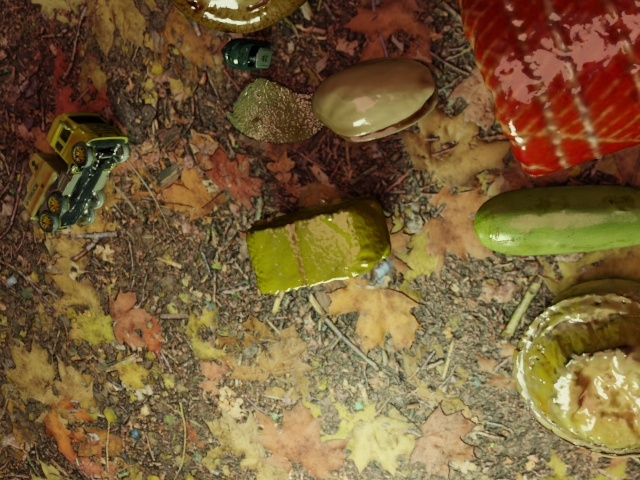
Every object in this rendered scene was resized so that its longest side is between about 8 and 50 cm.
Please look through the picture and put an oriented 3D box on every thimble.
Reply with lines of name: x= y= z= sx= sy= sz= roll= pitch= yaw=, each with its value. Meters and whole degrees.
thimble: x=0.348 y=-0.274 z=0.884 sx=0.230 sy=0.350 sz=0.350 roll=-18 pitch=99 yaw=24

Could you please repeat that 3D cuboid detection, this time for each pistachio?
pistachio: x=0.089 y=-0.245 z=1.085 sx=0.223 sy=0.126 sz=0.152 roll=-2 pitch=69 yaw=18

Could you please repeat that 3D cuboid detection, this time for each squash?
squash: x=0.442 y=-0.037 z=1.036 sx=0.370 sy=0.118 sz=0.118 roll=-3 pitch=105 yaw=17

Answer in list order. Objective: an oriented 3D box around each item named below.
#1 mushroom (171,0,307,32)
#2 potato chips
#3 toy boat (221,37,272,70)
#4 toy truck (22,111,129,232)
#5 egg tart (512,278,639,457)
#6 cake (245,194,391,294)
mushroom: x=-0.122 y=-0.515 z=0.999 sx=0.345 sy=0.345 sz=0.239 roll=-24 pitch=67 yaw=22
potato chips: x=-0.087 y=-0.248 z=1.194 sx=0.209 sy=0.026 sz=0.142 roll=-15 pitch=104 yaw=23
toy boat: x=-0.133 y=-0.332 z=1.119 sx=0.060 sy=0.141 sz=0.055 roll=22 pitch=111 yaw=19
toy truck: x=-0.528 y=-0.147 z=1.314 sx=0.157 sy=0.124 sz=0.272 roll=44 pitch=117 yaw=12
egg tart: x=0.509 y=0.242 z=1.084 sx=0.351 sy=0.150 sz=0.352 roll=7 pitch=109 yaw=20
cake: x=0.000 y=0.000 z=1.156 sx=0.260 sy=0.179 sz=0.156 roll=-11 pitch=103 yaw=17
